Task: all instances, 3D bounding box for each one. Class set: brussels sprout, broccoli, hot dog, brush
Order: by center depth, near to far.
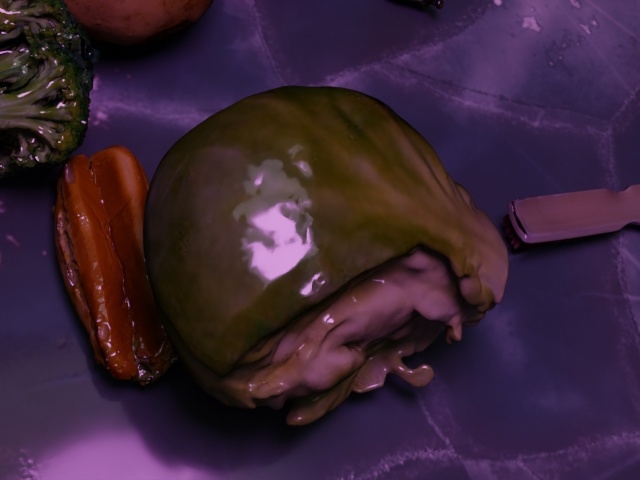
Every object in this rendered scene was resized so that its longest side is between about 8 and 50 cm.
[{"bbox_3d":[0.000,0.000,1.002,0.371,0.276,0.315,3,54,-32],"label":"brussels sprout"},{"bbox_3d":[-0.376,-0.169,1.002,0.269,0.269,0.254,-27,104,-26],"label":"broccoli"},{"bbox_3d":[-0.216,0.024,1.053,0.115,0.072,0.269,-8,68,-20],"label":"hot dog"},{"bbox_3d":[0.365,-0.032,1.269,0.321,0.050,0.060,-8,64,-28],"label":"brush"}]

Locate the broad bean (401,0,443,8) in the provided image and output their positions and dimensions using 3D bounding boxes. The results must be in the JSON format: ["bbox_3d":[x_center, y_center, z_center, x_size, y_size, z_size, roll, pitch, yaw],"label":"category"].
[{"bbox_3d":[0.075,-0.369,1.346,0.213,0.048,0.070,35,61,6],"label":"broad bean"}]

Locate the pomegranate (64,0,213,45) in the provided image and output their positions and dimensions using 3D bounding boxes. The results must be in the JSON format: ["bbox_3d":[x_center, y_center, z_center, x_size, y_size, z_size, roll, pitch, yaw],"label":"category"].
[{"bbox_3d":[-0.232,-0.358,1.129,0.281,0.281,0.281,7,63,-13],"label":"pomegranate"}]
